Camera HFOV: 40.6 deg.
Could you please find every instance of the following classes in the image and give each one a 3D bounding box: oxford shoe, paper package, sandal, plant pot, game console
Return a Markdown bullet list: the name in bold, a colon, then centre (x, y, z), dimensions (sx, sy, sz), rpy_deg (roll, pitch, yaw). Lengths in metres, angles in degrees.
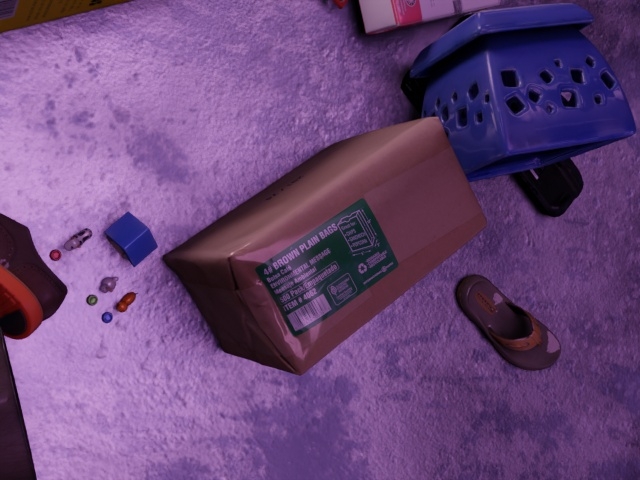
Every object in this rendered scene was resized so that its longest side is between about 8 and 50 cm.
- **oxford shoe**: centre (-0.424, -0.004, 1.057), dimensions (0.271, 0.097, 0.098), rpy_deg (51, 35, -7)
- **paper package**: centre (0.000, 0.000, 1.118), dimensions (0.324, 0.309, 0.168), rpy_deg (-35, 102, -21)
- **sandal**: centre (0.313, 0.134, 1.396), dimensions (0.219, 0.060, 0.090), rpy_deg (45, 71, -17)
- **plant pot**: centre (0.277, -0.213, 1.263), dimensions (0.235, 0.236, 0.212), rpy_deg (-13, 87, -23)
- **game console**: centre (0.304, -0.186, 1.417), dimensions (0.213, 0.044, 0.361), rpy_deg (-45, 105, -18)

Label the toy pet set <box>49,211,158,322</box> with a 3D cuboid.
- **toy pet set**: centre (-0.268, 0.029, 1.125), dimensions (0.114, 0.065, 0.122), rpy_deg (-43, 106, -20)

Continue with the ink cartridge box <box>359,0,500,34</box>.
- **ink cartridge box**: centre (0.159, -0.412, 1.310), dimensions (0.217, 0.092, 0.159), rpy_deg (-20, 102, -31)

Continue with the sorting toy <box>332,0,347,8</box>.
- **sorting toy**: centre (-0.029, -0.463, 1.261), dimensions (0.274, 0.046, 0.132), rpy_deg (39, 72, -30)

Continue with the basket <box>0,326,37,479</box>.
- **basket**: centre (-0.458, 0.217, 0.982), dimensions (0.226, 0.154, 0.205), rpy_deg (-12, 122, -20)

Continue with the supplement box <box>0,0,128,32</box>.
- **supplement box**: centre (-0.319, -0.390, 1.048), dimensions (0.356, 0.195, 0.194), rpy_deg (-21, 97, -24)
